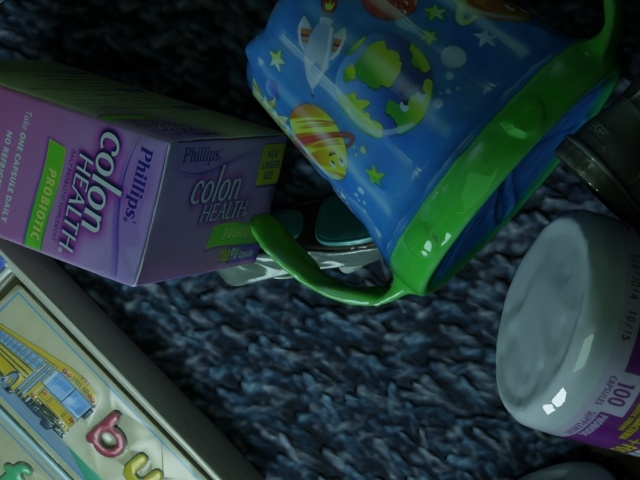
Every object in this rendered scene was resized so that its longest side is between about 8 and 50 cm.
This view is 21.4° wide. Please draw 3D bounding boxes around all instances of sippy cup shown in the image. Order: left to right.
[{"bbox_3d":[0.071,-0.114,1.290,0.224,0.305,0.240,41,163,10],"label":"sippy cup"}]

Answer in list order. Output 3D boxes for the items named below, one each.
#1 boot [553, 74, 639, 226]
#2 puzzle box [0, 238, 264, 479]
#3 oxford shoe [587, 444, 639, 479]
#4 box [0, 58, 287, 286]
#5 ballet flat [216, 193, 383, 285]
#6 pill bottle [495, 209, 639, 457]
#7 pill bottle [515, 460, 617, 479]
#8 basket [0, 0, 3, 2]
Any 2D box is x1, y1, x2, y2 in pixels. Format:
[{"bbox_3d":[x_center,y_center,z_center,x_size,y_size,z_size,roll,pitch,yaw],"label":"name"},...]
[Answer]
[{"bbox_3d":[0.288,-0.103,1.281,0.208,0.189,0.076,-48,61,4],"label":"boot"},{"bbox_3d":[-0.282,0.166,1.633,0.409,0.052,0.272,46,119,-4],"label":"puzzle box"},{"bbox_3d":[0.278,0.166,1.422,0.096,0.083,0.227,-26,99,42],"label":"oxford shoe"},{"bbox_3d":[-0.187,-0.062,1.371,0.243,0.213,0.117,18,101,20],"label":"box"},{"bbox_3d":[0.000,0.000,1.456,0.213,0.072,0.068,-6,138,23],"label":"ballet flat"},{"bbox_3d":[0.299,0.094,1.280,0.301,0.169,0.169,16,121,-15],"label":"pill bottle"},{"bbox_3d":[0.262,0.403,1.443,0.224,0.224,0.392,-32,99,29],"label":"pill bottle"},{"bbox_3d":[-0.322,-0.344,1.295,0.331,0.266,0.328,-34,100,31],"label":"basket"}]
